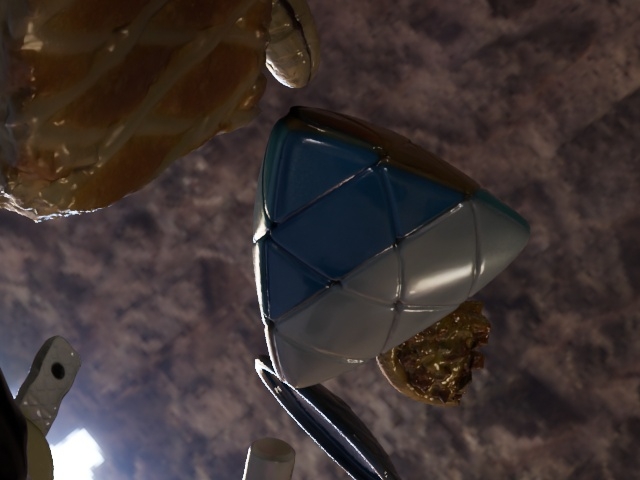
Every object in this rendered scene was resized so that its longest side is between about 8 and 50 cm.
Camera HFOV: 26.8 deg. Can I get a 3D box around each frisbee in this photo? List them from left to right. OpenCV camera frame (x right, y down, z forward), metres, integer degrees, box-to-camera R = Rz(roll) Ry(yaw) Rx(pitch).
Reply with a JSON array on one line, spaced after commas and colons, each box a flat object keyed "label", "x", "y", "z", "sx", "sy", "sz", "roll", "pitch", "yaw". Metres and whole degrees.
[{"label": "frisbee", "x": 0.026, "y": 0.248, "z": 1.800, "sx": 0.289, "sy": 0.049, "sz": 0.289, "roll": 43, "pitch": -13, "yaw": 12}]

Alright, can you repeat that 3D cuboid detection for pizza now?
[{"label": "pizza", "x": 0.127, "y": 0.116, "z": 1.460, "sx": 0.175, "sy": 0.134, "sz": 0.046, "roll": 39, "pitch": 13, "yaw": -39}]

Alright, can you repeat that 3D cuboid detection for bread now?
[{"label": "bread", "x": -0.234, "y": -0.249, "z": 1.233, "sx": 0.279, "sy": 0.390, "sz": 0.371, "roll": 24, "pitch": -55, "yaw": 24}, {"label": "bread", "x": -0.050, "y": -0.245, "z": 1.440, "sx": 0.053, "sy": 0.073, "sz": 0.214, "roll": -105, "pitch": 170, "yaw": -49}]

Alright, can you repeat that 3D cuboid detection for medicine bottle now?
[{"label": "medicine bottle", "x": -0.059, "y": 0.266, "z": 1.479, "sx": 0.052, "sy": 0.052, "sz": 0.089, "roll": 25, "pitch": -67, "yaw": 33}]

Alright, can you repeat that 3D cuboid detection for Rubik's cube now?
[{"label": "Rubik's cube", "x": 0.000, "y": 0.000, "z": 1.142, "sx": 0.254, "sy": 0.254, "sz": 0.254, "roll": 30, "pitch": -39, "yaw": 28}]

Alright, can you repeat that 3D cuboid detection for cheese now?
[{"label": "cheese", "x": -0.260, "y": 0.169, "z": 1.140, "sx": 0.050, "sy": 0.235, "sz": 0.127, "roll": -23, "pitch": -59, "yaw": 30}]

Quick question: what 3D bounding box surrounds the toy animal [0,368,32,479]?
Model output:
[{"label": "toy animal", "x": -0.223, "y": 0.140, "z": 0.711, "sx": 0.138, "sy": 0.166, "sz": 0.179, "roll": -2, "pitch": -74, "yaw": 19}]
